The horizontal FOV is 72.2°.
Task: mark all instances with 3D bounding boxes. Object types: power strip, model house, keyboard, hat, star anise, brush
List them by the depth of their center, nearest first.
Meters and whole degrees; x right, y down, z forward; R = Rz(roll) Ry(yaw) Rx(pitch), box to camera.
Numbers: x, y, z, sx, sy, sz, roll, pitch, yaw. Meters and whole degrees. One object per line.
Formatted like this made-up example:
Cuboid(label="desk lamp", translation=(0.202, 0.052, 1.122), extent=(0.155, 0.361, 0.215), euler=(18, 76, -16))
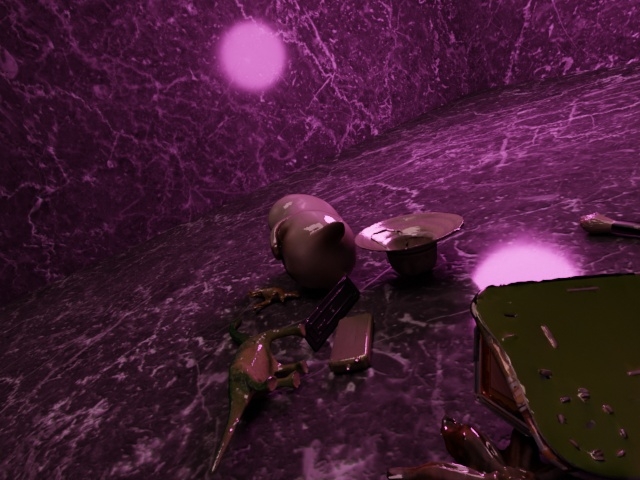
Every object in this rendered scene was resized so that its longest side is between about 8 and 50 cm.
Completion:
Cuboid(label="star anise", translation=(0.195, 0.265, 0.430), extent=(0.288, 0.088, 0.288), euler=(-13, 10, 2))
Cuboid(label="model house", translation=(0.301, 0.163, 0.490), extent=(0.294, 0.154, 0.207), euler=(-2, 49, -15))
Cuboid(label="brush", translation=(0.635, -0.018, 0.813), extent=(0.042, 0.039, 0.299), euler=(-29, 22, -25))
Cuboid(label="power strip", translation=(0.061, 0.196, 0.835), extent=(0.076, 0.028, 0.169), euler=(-14, 19, 16))
Cuboid(label="keyboard", translation=(0.023, 0.150, 0.945), extent=(0.013, 0.061, 0.204), euler=(-30, 9, 43))
Cuboid(label="hat", translation=(0.213, 0.022, 1.016), extent=(0.252, 0.109, 0.252), euler=(-13, 17, 4))

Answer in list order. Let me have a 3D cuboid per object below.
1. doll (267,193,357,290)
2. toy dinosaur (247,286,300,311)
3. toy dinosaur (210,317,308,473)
Cuboid(label="doll", translation=(-0.028, -0.002, 1.175), extent=(0.226, 0.214, 0.370), euler=(-5, 18, -3))
Cuboid(label="toy dinosaur", translation=(-0.128, 0.140, 1.168), extent=(0.126, 0.039, 0.162), euler=(-14, 13, -11))
Cuboid(label="toy dinosaur", translation=(-0.173, 0.249, 0.852), extent=(0.301, 0.087, 0.447), euler=(-12, 17, 27))
